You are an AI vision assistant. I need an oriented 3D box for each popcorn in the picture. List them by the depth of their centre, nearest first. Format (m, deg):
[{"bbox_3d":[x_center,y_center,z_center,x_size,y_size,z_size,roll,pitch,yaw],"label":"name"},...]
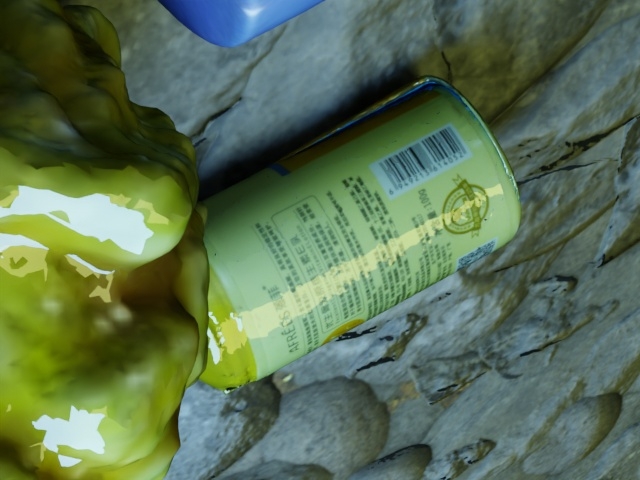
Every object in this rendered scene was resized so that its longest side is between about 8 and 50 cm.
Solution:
[{"bbox_3d":[-0.187,-0.008,0.613,0.290,0.325,0.321,-29,-173,-18],"label":"popcorn"}]

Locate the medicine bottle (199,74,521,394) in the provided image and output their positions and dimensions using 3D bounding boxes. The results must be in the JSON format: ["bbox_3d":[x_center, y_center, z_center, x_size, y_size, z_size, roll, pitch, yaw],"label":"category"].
[{"bbox_3d":[0.000,0.000,0.891,0.239,0.124,0.124,-28,143,-13],"label":"medicine bottle"}]

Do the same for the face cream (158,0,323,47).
[{"bbox_3d":[-0.001,-0.230,0.531,0.225,0.249,0.249,-31,143,-14],"label":"face cream"}]
